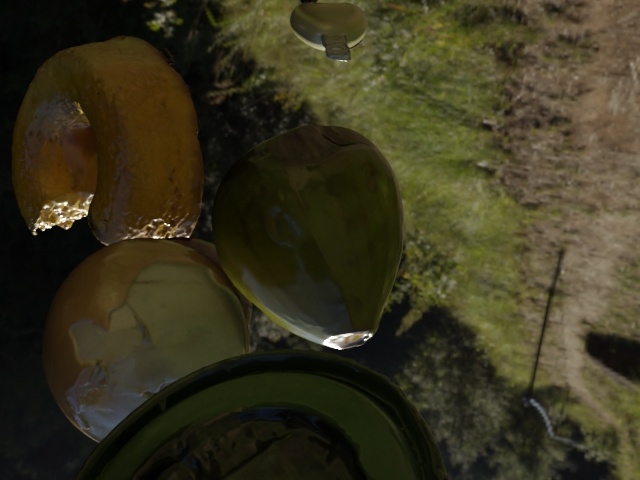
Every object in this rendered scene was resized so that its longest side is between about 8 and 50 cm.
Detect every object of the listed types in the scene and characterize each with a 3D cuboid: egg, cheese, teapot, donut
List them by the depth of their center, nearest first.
[{"bbox_3d":[0.021,0.258,0.481,0.270,0.200,0.336,37,156,45],"label":"teapot"},{"bbox_3d":[-0.176,0.094,0.853,0.201,0.201,0.244,20,-168,-22],"label":"egg"},{"bbox_3d":[0.020,-0.323,1.327,0.127,0.054,0.251,0,-152,-5],"label":"cheese"},{"bbox_3d":[-0.406,-0.172,1.510,0.435,0.377,0.164,4,-168,42],"label":"donut"}]

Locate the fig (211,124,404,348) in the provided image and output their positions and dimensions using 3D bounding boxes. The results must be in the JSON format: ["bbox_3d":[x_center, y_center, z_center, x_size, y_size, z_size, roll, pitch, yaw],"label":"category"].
[{"bbox_3d":[0.000,0.000,1.027,0.240,0.271,0.239,-24,171,-4],"label":"fig"}]

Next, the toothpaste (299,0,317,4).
[{"bbox_3d":[-0.040,-0.501,1.538,0.045,0.193,0.071,-3,151,-37],"label":"toothpaste"}]

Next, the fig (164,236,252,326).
[{"bbox_3d":[-0.217,0.097,1.326,0.224,0.223,0.263,5,-178,37],"label":"fig"}]
